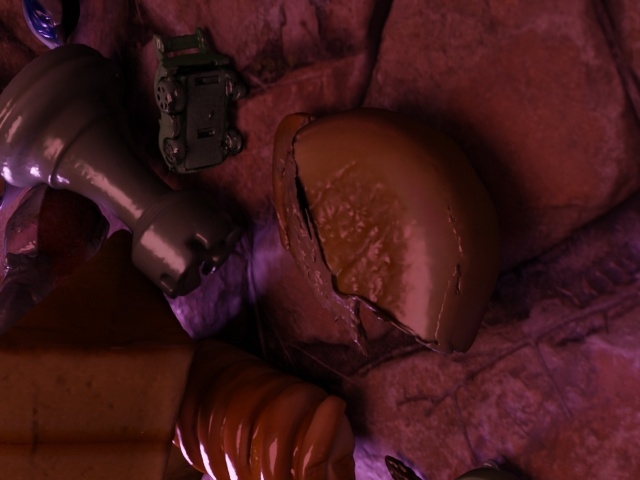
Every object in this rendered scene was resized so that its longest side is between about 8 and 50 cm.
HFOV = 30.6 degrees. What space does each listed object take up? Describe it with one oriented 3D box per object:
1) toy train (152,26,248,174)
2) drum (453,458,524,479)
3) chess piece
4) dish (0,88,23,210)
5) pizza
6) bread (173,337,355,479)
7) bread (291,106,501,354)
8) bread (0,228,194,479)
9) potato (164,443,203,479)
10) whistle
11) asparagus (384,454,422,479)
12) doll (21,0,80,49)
[{"bbox_3d":[-0.143,-0.153,1.309,0.081,0.099,0.149,40,137,44],"label":"toy train"},{"bbox_3d":[0.126,0.316,1.236,0.253,0.049,0.130,-26,73,38],"label":"drum"},{"bbox_3d":[-0.237,-0.072,1.389,0.299,0.194,0.194,43,135,11],"label":"chess piece"},{"bbox_3d":[-0.461,-0.152,1.644,0.236,0.086,0.228,40,132,27],"label":"dish"},{"bbox_3d":[0.000,0.000,1.221,0.262,0.034,0.181,68,158,16],"label":"pizza"},{"bbox_3d":[-0.089,0.230,1.410,0.311,0.121,0.173,17,120,44],"label":"bread"},{"bbox_3d":[0.092,-0.017,1.087,0.156,0.158,0.261,-25,77,32],"label":"bread"},{"bbox_3d":[-0.304,0.138,1.418,0.362,0.245,0.233,-126,44,-58],"label":"bread"},{"bbox_3d":[-0.251,0.294,1.624,0.160,0.111,0.272,48,137,17],"label":"potato"},{"bbox_3d":[-0.351,0.038,1.476,0.133,0.346,0.142,16,124,-6],"label":"whistle"},{"bbox_3d":[0.155,0.312,1.263,0.236,0.027,0.034,36,152,30],"label":"asparagus"},{"bbox_3d":[-0.340,-0.308,1.457,0.096,0.070,0.195,-151,48,-74],"label":"doll"}]
